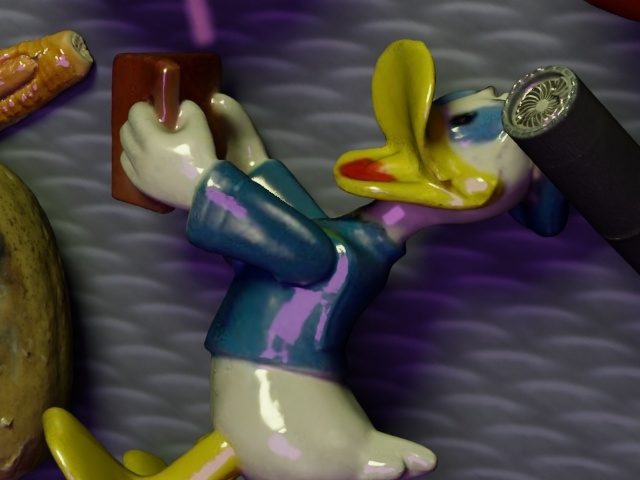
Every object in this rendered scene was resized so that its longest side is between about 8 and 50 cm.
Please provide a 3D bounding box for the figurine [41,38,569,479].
[{"bbox_3d":[0.000,0.000,0.933,0.338,0.204,0.283,-29,79,5],"label":"figurine"}]

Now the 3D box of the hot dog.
[{"bbox_3d":[-0.203,-0.089,1.028,0.137,0.028,0.044,-25,81,18],"label":"hot dog"}]

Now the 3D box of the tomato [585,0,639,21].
[{"bbox_3d":[0.202,-0.245,0.774,0.299,0.226,0.298,-5,75,18],"label":"tomato"}]

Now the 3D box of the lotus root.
[{"bbox_3d":[-0.225,0.021,0.982,0.154,0.154,0.278,-10,90,17],"label":"lotus root"}]

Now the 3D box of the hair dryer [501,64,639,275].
[{"bbox_3d":[0.202,-0.080,0.863,0.195,0.173,0.050,-50,40,0],"label":"hair dryer"}]
